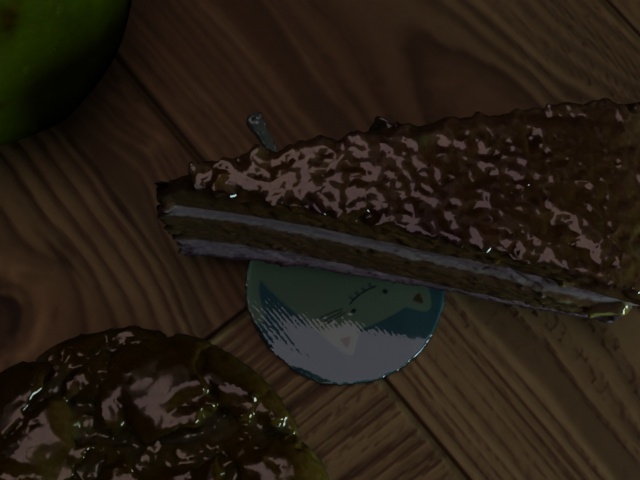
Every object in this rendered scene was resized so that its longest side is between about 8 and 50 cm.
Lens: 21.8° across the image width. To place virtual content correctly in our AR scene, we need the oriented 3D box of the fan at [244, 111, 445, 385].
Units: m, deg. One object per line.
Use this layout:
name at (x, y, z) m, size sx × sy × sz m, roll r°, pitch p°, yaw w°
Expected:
fan at (0.000, 0.000, 0.951) m, size 0.113 × 0.005 × 0.175 m, roll -27°, pitch 76°, yaw -8°

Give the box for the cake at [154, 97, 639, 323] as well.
cake at (0.060, -0.008, 0.889) m, size 0.295 × 0.116 × 0.112 m, roll -1°, pitch 70°, yaw -4°

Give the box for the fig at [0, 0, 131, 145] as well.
fig at (-0.198, -0.158, 0.891) m, size 0.203 × 0.225 × 0.203 m, roll 9°, pitch 66°, yaw -21°

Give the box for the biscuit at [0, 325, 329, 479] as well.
biscuit at (-0.106, 0.149, 0.892) m, size 0.226 × 0.042 × 0.226 m, roll -1°, pitch 74°, yaw 2°
